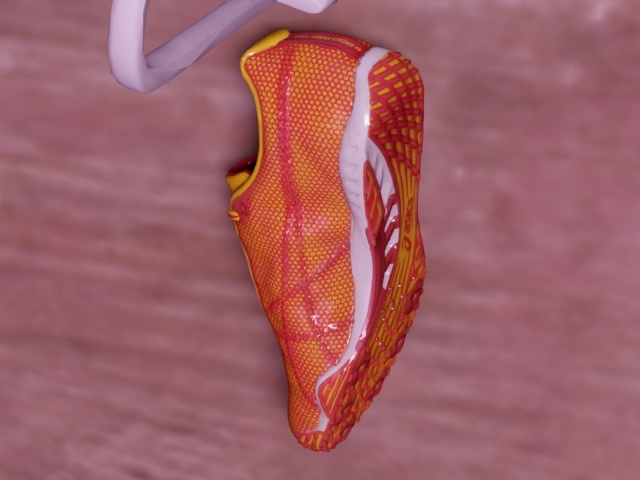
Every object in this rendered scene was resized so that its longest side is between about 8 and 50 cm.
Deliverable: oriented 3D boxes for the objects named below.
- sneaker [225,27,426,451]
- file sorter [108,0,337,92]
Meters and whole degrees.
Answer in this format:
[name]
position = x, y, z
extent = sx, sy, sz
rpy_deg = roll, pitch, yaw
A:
[sneaker]
position = 0.000, 0.000, 0.647
extent = 0.067, 0.064, 0.175
rpy_deg = 18, 125, 24
[file sorter]
position = -0.118, -0.175, 0.419
extent = 0.277, 0.173, 0.193
rpy_deg = 21, 113, 8
